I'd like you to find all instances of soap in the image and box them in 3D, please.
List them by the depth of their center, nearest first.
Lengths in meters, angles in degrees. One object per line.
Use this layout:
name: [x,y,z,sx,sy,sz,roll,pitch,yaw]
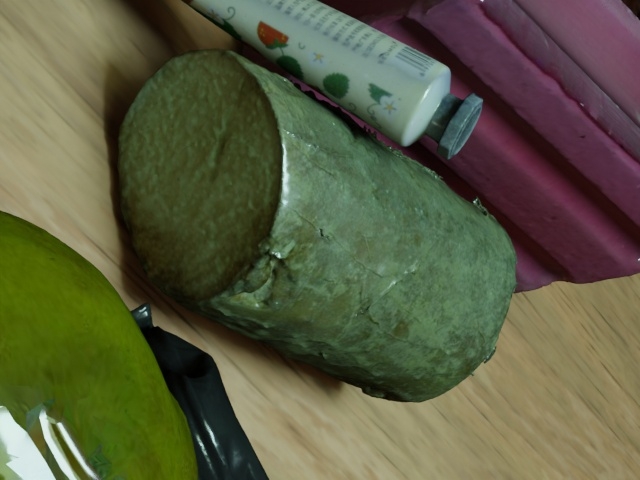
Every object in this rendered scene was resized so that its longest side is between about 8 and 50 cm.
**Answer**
soap: [0.131,-0.099,1.285,0.359,0.233,0.128,37,54,-38]

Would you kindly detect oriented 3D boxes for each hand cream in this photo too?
hand cream: [-0.022,-0.139,1.118,0.059,0.276,0.095,-62,168,15]

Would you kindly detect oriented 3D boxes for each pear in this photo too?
pear: [-0.213,0.104,0.852,0.321,0.269,0.269,30,61,-27]

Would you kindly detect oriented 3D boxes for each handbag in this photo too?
handbag: [-0.051,0.206,1.085,0.075,0.191,0.332,-23,104,-6]

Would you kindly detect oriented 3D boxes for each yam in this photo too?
yam: [0.000,0.000,1.173,0.304,0.168,0.168,28,63,-44]

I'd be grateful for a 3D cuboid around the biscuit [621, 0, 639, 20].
biscuit: [0.152,-0.347,1.391,0.407,0.091,0.407,8,74,-30]
